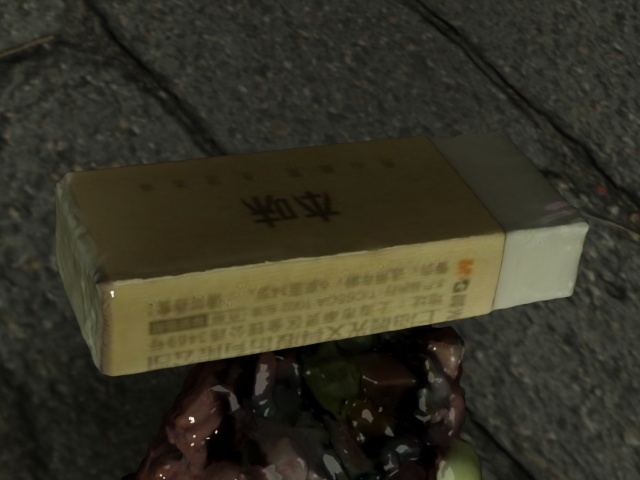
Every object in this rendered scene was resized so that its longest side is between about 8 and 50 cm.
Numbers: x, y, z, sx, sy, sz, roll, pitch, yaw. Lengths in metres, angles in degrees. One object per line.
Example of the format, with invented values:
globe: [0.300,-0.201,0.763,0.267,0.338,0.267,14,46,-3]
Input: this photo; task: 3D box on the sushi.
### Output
sushi: [0.005,0.147,1.004,0.237,0.171,0.270,29,42,4]

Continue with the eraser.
eraser: [0.000,0.000,0.978,0.343,0.078,0.144,-8,36,-20]
